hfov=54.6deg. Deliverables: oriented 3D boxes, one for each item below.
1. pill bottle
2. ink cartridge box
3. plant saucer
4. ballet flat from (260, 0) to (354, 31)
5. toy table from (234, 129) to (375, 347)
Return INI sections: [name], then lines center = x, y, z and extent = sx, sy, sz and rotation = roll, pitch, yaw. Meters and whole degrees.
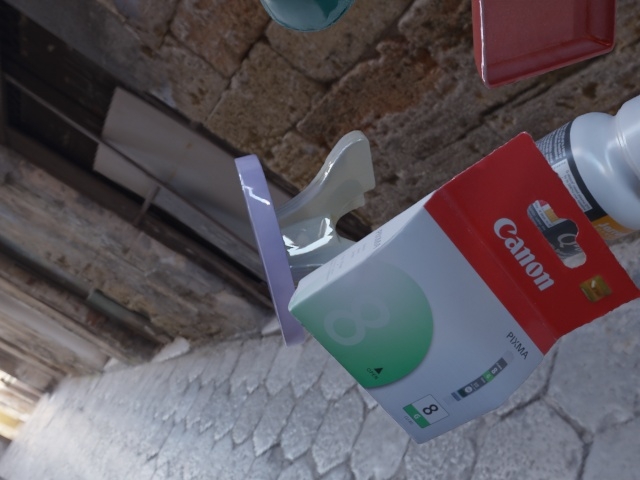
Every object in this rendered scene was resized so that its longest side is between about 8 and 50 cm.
[pill bottle]
center = 0.333, -0.067, 0.813
extent = 0.278, 0.162, 0.162
rotation = -32, 27, 48
[ink cartridge box]
center = 0.116, 0.051, 0.498
extent = 0.225, 0.181, 0.056
rotation = -34, 19, 24
[plant saucer]
center = 0.273, -0.344, 0.769
extent = 0.259, 0.258, 0.048
rotation = -22, 27, -27
[ballet flat]
center = -0.013, -0.292, 0.514
extent = 0.342, 0.116, 0.124
rotation = 34, -122, -86
[toy table]
center = 0.000, 0.000, 0.786
extent = 0.274, 0.161, 0.252
rotation = 80, 171, -48
